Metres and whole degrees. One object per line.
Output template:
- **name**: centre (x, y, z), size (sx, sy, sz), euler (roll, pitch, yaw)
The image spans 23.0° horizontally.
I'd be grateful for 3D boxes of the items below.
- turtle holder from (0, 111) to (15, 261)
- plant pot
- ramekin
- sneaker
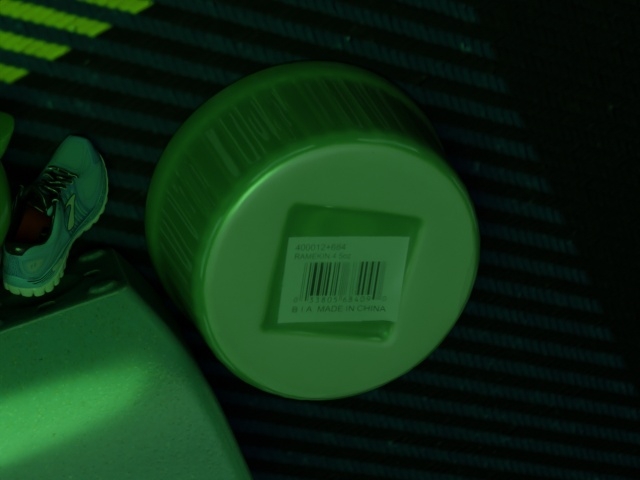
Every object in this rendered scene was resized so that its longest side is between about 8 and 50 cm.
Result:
- **turtle holder**: centre (-0.376, 0.028, 1.248), size (0.243, 0.320, 0.227), euler (7, 132, -20)
- **plant pot**: centre (-0.212, 0.154, 1.414), size (0.248, 0.247, 0.252), euler (-20, 109, -8)
- **ramekin**: centre (0.000, 0.000, 1.453), size (0.303, 0.148, 0.303), euler (-8, 118, -15)
- **sneaker**: centre (-0.229, -0.031, 1.360), size (0.063, 0.162, 0.073), euler (10, 144, 10)
